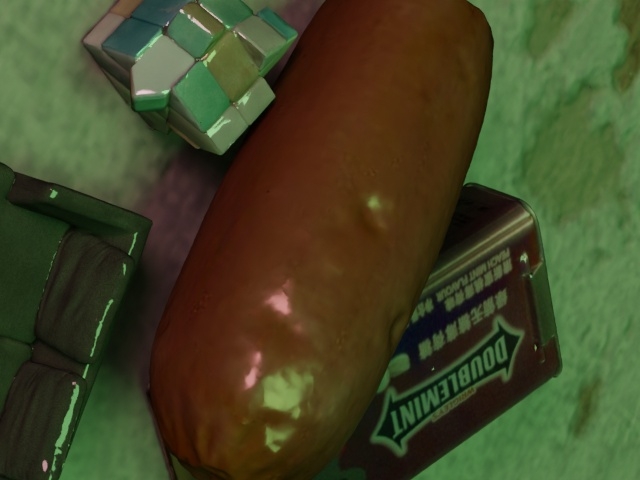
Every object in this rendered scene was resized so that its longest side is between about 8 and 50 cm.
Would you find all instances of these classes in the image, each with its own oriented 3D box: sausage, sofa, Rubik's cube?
[{"bbox_3d":[0.000,0.000,0.899,0.113,0.114,0.259,51,53,-40],"label":"sausage"},{"bbox_3d":[-0.137,0.045,0.860,0.085,0.060,0.147,22,89,-44],"label":"sofa"},{"bbox_3d":[-0.052,-0.081,0.885,0.084,0.073,0.075,33,81,-41],"label":"Rubik's cube"}]

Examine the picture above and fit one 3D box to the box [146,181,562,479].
[{"bbox_3d":[0.023,0.071,1.009,0.224,0.069,0.120,-33,125,-29],"label":"box"}]
